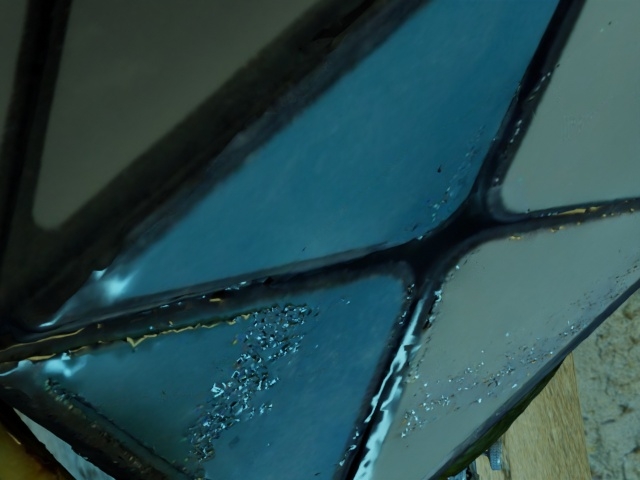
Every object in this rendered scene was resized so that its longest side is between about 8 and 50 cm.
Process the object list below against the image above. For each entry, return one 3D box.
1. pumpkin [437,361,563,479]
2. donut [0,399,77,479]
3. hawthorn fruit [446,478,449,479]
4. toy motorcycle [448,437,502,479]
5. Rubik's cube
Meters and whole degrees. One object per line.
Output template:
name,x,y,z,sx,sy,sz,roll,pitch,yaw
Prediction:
pumpkin,0.000,0.000,0.941,0.192,0.320,0.320,23,54,-49
donut,-0.155,0.065,0.626,0.184,0.073,0.166,49,-12,-5
hawthorn fruit,0.035,0.222,1.147,0.194,0.157,0.157,54,27,-39
toy motorcycle,0.131,0.257,1.620,0.254,0.092,0.135,55,34,-76
Rubik's cube,-0.036,-0.078,0.683,0.310,0.305,0.307,43,-7,32
